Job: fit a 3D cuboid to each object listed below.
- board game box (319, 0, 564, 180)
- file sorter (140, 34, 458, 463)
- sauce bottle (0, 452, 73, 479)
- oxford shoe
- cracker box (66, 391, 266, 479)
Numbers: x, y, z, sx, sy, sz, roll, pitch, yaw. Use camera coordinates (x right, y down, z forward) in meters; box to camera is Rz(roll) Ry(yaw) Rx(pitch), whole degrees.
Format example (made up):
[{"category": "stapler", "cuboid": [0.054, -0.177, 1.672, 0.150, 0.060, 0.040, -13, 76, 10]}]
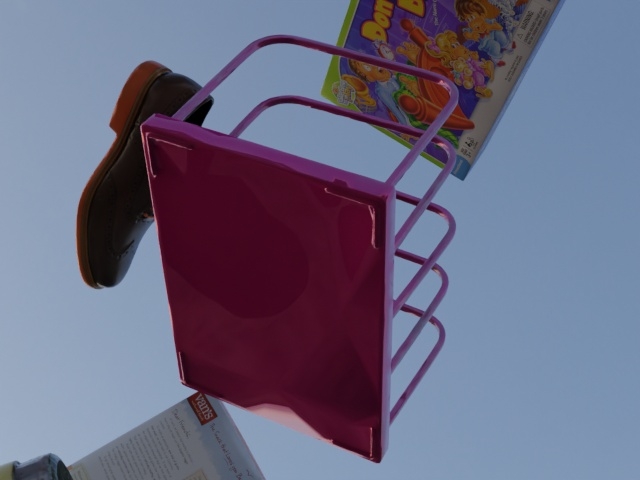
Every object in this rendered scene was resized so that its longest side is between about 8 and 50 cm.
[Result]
[{"category": "board game box", "cuboid": [0.151, -0.259, 1.408, 0.233, 0.078, 0.347, 32, -36, 8]}, {"category": "file sorter", "cuboid": [0.000, 0.000, 0.946, 0.202, 0.182, 0.290, 19, -45, 22]}, {"category": "sauce bottle", "cuboid": [-0.363, 0.271, 0.903, 0.344, 0.111, 0.111, -16, -57, -7]}, {"category": "oxford shoe", "cuboid": [-0.197, -0.057, 1.251, 0.098, 0.097, 0.271, 25, -71, 17]}, {"category": "cracker box", "cuboid": [-0.185, 0.290, 1.276, 0.232, 0.155, 0.067, -30, -40, -7]}]
